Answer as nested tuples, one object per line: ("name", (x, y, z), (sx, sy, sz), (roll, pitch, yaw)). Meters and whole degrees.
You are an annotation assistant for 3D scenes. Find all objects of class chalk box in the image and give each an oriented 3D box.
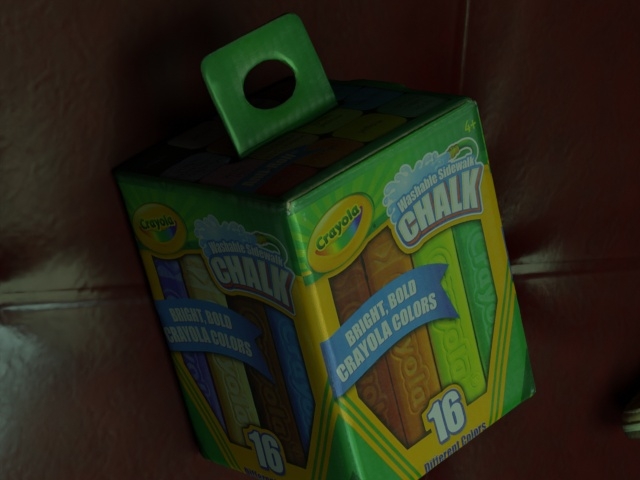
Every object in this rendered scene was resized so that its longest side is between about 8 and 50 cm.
("chalk box", (0.000, 0.000, 1.217), (0.180, 0.179, 0.289), (-32, 119, -34))

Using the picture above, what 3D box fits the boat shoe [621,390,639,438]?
("boat shoe", (0.319, 0.118, 1.622), (0.190, 0.068, 0.072), (-21, 100, -49))
